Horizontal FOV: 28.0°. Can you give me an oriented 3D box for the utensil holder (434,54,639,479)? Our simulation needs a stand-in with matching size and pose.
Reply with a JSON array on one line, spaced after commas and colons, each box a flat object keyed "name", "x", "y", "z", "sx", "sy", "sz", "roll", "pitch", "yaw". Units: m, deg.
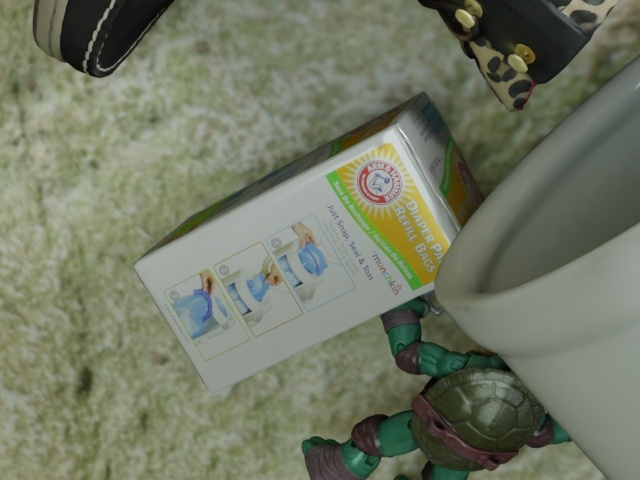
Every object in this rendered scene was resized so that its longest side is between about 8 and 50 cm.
[{"name": "utensil holder", "x": 0.308, "y": 0.067, "z": 0.683, "sx": 0.328, "sy": 0.327, "sz": 0.385, "roll": -38, "pitch": 97, "yaw": 23}]

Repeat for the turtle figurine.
[{"name": "turtle figurine", "x": 0.098, "y": 0.104, "z": 0.867, "sx": 0.175, "sy": 0.118, "sz": 0.234, "roll": 40, "pitch": 119, "yaw": -1}]

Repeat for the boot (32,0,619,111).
[{"name": "boot", "x": 0.025, "y": -0.183, "z": 0.776, "sx": 0.284, "sy": 0.138, "sz": 0.377, "roll": 41, "pitch": 108, "yaw": -2}]

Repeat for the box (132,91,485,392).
[{"name": "box", "x": 0.000, "y": 0.000, "z": 0.850, "sx": 0.203, "sy": 0.114, "sz": 0.103, "roll": -27, "pitch": 99, "yaw": 21}]
